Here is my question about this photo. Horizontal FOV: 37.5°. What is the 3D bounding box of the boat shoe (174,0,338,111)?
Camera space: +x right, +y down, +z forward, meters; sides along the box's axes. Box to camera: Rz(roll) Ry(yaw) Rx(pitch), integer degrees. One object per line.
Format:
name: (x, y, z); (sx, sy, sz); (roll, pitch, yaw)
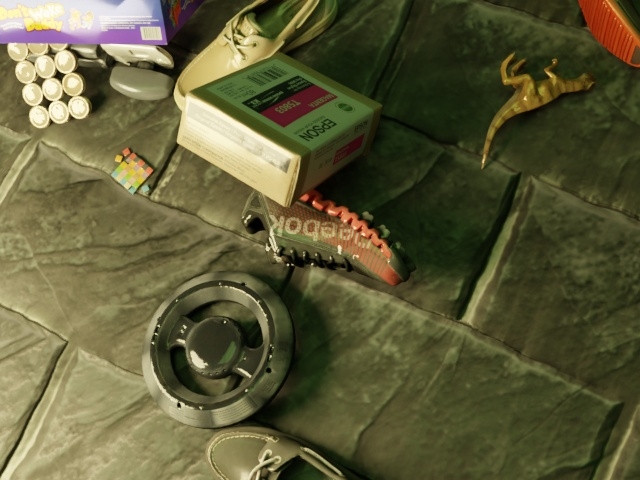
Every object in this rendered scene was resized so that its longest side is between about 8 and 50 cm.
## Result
boat shoe: (-0.106, -0.309, 1.445); (0.302, 0.098, 0.109); (-37, 70, -3)

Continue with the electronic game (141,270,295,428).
electronic game: (-0.145, 0.151, 1.329); (0.229, 0.048, 0.229); (-7, 66, 15)

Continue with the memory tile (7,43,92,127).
memory tile: (-0.427, -0.257, 1.490); (0.113, 0.012, 0.148); (-11, 100, 18)

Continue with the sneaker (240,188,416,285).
sneaker: (0.000, 0.000, 1.327); (0.276, 0.097, 0.135); (33, 80, 20)

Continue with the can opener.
can opener: (-0.365, -0.291, 1.499); (0.280, 0.074, 0.093); (12, 75, 14)

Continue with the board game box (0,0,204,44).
board game box: (-0.370, -0.381, 1.459); (0.347, 0.078, 0.233); (2, 33, 11)

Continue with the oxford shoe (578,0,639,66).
oxford shoe: (0.425, -0.375, 1.378); (0.098, 0.097, 0.271); (-24, 70, -5)

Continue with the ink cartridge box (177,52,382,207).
ink cartridge box: (-0.052, -0.164, 1.327); (0.193, 0.088, 0.234); (29, 36, 18)

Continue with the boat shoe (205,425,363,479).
boat shoe: (-0.009, 0.330, 1.221); (0.335, 0.095, 0.112); (25, 78, 17)

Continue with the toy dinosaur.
toy dinosaur: (0.297, -0.209, 1.361); (0.211, 0.064, 0.112); (-29, 71, 0)

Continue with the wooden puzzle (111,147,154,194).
wooden puzzle: (-0.292, -0.105, 1.461); (0.083, 0.006, 0.049); (39, 82, 19)
